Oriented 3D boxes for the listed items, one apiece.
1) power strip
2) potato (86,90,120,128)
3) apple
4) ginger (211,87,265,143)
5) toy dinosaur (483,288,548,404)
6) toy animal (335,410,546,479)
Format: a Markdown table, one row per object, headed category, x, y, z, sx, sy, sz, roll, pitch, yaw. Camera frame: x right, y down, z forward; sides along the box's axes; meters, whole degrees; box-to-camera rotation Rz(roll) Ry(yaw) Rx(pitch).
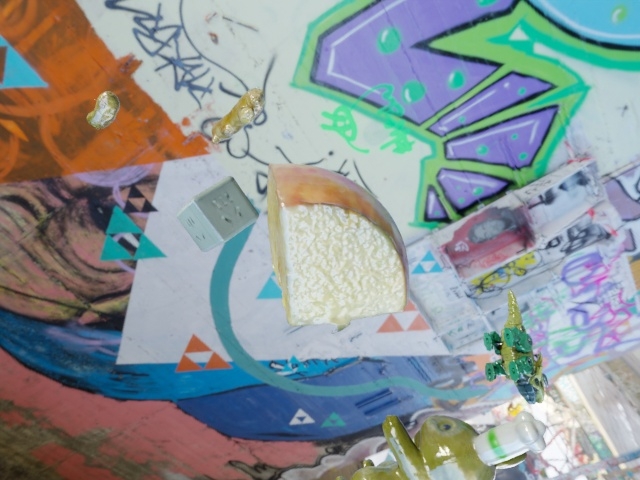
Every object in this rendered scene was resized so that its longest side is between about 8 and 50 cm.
| category | x | y | z | sx | sy | sz | roll | pitch | yaw |
| --- | --- | --- | --- | --- | --- | --- | --- | --- | --- |
| power strip | -0.296 | -0.062 | 1.120 | 0.139 | 0.224 | 0.140 | -42 | -77 | -34 |
| potato | -0.463 | -0.277 | 0.867 | 0.045 | 0.092 | 0.046 | 43 | -162 | 4 |
| apple | 0.000 | 0.000 | 0.732 | 0.314 | 0.252 | 0.309 | 38 | -166 | -21 |
| ginger | -0.252 | -0.356 | 1.192 | 0.065 | 0.299 | 0.118 | 39 | -116 | -25 |
| toy dinosaur | 0.434 | 0.230 | 0.905 | 0.153 | 0.094 | 0.259 | 13 | -117 | -36 |
| toy animal | 0.208 | 0.390 | 0.720 | 0.180 | 0.363 | 0.181 | 51 | -174 | 38 |
